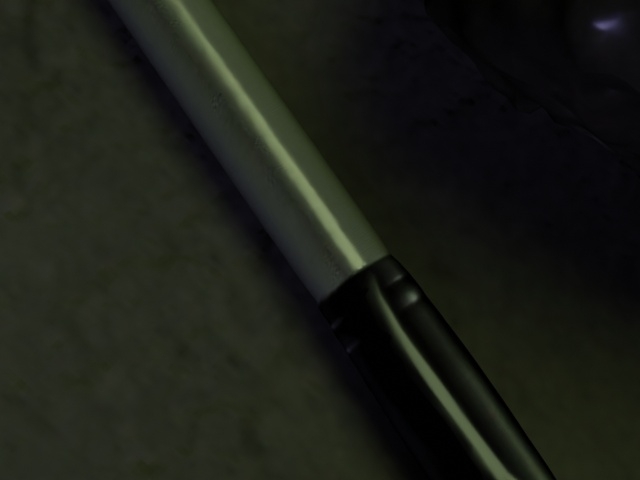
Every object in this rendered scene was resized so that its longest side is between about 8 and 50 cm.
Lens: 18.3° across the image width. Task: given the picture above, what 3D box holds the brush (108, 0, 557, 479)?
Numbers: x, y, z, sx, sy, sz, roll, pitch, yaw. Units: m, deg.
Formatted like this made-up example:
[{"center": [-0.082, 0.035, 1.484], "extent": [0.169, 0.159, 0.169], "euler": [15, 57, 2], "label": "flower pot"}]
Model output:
[{"center": [0.000, 0.000, 0.480], "extent": [0.042, 0.039, 0.299], "euler": [-32, 84, -32], "label": "brush"}]

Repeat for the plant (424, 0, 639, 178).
[{"center": [0.192, -0.074, 0.504], "extent": [0.312, 0.213, 0.215], "euler": [27, 57, -25], "label": "plant"}]
